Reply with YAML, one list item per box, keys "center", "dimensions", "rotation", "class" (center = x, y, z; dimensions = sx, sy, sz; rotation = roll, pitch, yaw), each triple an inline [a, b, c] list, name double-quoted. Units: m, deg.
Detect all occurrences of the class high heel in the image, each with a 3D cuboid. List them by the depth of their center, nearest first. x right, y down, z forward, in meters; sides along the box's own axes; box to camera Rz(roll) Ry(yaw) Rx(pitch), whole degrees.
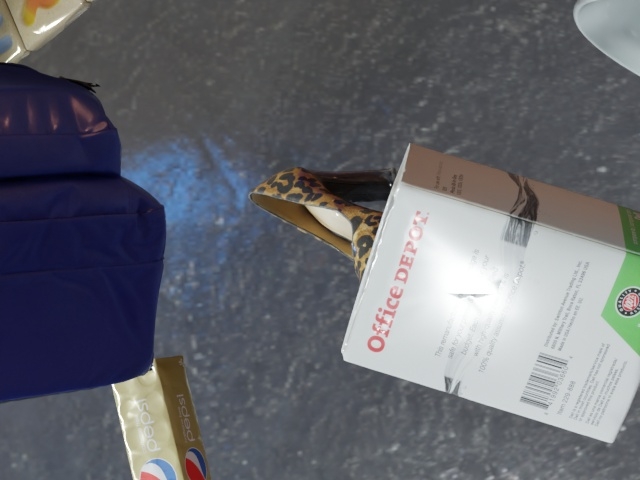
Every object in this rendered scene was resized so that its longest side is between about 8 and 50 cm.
- center: [0.000, 0.000, 1.396]
  dimensions: [0.186, 0.261, 0.093]
  rotation: [-4, 125, 5]
  class: "high heel"

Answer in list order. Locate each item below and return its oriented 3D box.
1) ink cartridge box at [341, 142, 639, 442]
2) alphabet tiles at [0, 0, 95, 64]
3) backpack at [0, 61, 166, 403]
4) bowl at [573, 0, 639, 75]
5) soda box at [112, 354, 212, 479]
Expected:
- center: [0.188, 0.050, 1.182]
  dimensions: [0.289, 0.121, 0.211]
  rotation: [18, 117, 1]
  class: "ink cartridge box"
- center: [-0.191, -0.265, 0.703]
  dimensions: [0.342, 0.011, 0.285]
  rotation: [-29, 81, 33]
  class: "alphabet tiles"
- center: [-0.112, -0.008, 0.380]
  dimensions: [0.120, 0.098, 0.101]
  rotation: [21, 106, 52]
  class: "backpack"
- center: [0.348, -0.173, 0.874]
  dimensions: [0.298, 0.298, 0.134]
  rotation: [24, 91, 38]
  class: "bowl"
- center: [-0.160, 0.213, 1.226]
  dimensions: [0.061, 0.058, 0.181]
  rotation: [-18, 82, 22]
  class: "soda box"
